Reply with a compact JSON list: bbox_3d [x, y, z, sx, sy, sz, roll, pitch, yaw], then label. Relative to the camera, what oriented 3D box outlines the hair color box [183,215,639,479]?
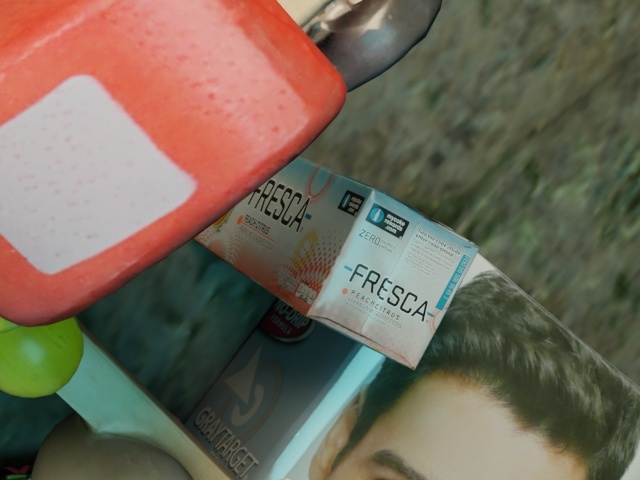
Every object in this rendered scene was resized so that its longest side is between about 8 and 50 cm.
[{"bbox_3d":[-0.005,0.181,0.805,0.185,0.113,0.374,38,87,-23],"label":"hair color box"}]

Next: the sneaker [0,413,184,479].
[{"bbox_3d":[-0.144,0.132,0.769,0.170,0.063,0.075,-37,118,-4],"label":"sneaker"}]

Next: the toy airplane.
[{"bbox_3d":[-0.168,-0.024,0.561,0.386,0.384,0.272,28,64,17],"label":"toy airplane"}]

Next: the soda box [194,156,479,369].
[{"bbox_3d":[0.000,0.000,0.726,0.058,0.183,0.063,28,91,-24],"label":"soda box"}]
